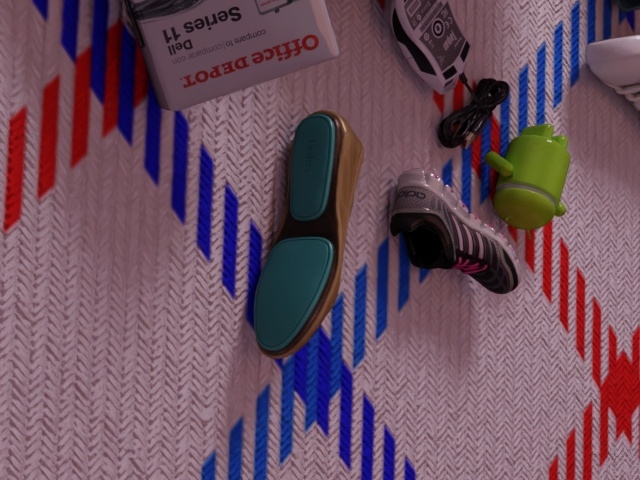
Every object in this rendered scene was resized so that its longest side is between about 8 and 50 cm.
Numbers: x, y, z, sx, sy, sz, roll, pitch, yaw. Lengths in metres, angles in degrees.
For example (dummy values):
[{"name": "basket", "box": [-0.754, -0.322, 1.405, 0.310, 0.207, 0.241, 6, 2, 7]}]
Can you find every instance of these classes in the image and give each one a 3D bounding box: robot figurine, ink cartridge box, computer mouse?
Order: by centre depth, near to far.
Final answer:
[{"name": "ink cartridge box", "box": [-0.088, -0.224, 1.274, 0.153, 0.087, 0.208, -20, 102, -8]}, {"name": "computer mouse", "box": [0.116, -0.185, 1.543, 0.106, 0.042, 0.193, -52, 126, -28]}, {"name": "robot figurine", "box": [0.216, -0.062, 1.607, 0.101, 0.067, 0.115, 33, 65, -36]}]

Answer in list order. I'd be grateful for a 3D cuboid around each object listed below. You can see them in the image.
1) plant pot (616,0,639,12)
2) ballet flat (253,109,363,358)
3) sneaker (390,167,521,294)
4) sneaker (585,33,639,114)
[{"name": "plant pot", "box": [0.437, -0.386, 1.788, 0.234, 0.165, 0.166, -35, 110, -48]}, {"name": "ballet flat", "box": [0.000, 0.000, 1.392, 0.073, 0.080, 0.232, 33, 65, -53]}, {"name": "sneaker", "box": [0.126, 0.009, 1.519, 0.170, 0.063, 0.075, 43, 58, -27]}, {"name": "sneaker", "box": [0.404, -0.158, 1.767, 0.290, 0.106, 0.123, 9, 78, -44]}]
